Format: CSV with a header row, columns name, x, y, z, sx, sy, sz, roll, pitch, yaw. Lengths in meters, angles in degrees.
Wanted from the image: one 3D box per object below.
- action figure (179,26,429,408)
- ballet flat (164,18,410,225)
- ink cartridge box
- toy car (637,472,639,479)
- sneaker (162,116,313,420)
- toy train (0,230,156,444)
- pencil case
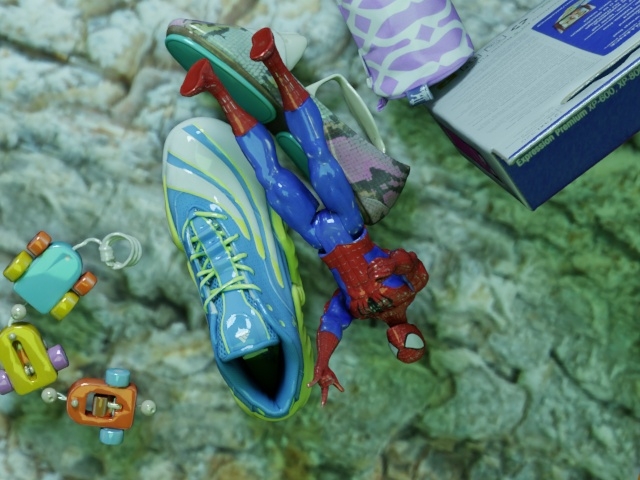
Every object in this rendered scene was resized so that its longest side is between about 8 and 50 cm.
name,x,y,z,sx,sy,sz,roll,pitch,yaw
action figure,0.000,0.000,1.366,0.091,0.139,0.280,-25,117,20
ballet flat,-0.019,-0.105,1.432,0.221,0.077,0.079,43,74,-14
ink cartridge box,0.176,-0.110,1.291,0.176,0.371,0.069,-37,99,2
toy car,0.327,0.237,1.470,0.210,0.219,0.238,-44,70,3
sneaker,-0.055,0.025,1.414,0.091,0.126,0.240,-20,100,-2
toy train,-0.186,0.070,1.453,0.125,0.046,0.166,2,101,-6
pencil case,0.037,-0.201,1.415,0.088,0.086,0.206,-22,99,26
